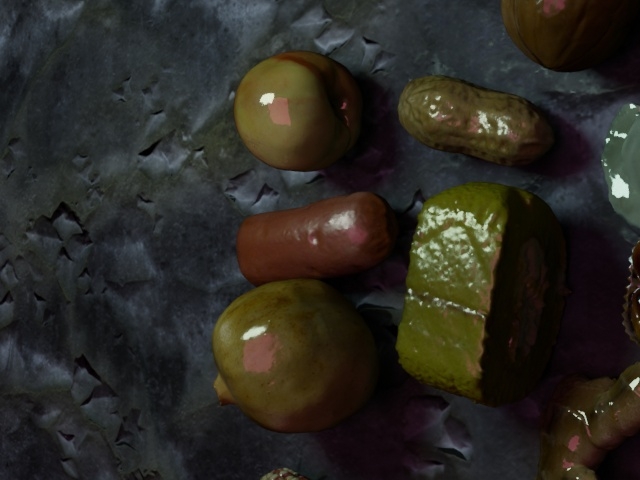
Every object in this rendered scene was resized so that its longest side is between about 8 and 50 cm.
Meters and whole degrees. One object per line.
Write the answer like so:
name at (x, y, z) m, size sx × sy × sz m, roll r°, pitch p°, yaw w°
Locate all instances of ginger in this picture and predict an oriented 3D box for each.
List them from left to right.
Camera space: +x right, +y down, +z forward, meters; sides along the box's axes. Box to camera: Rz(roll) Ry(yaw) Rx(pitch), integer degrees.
ginger at (0.301, 0.257, 1.280) m, size 0.148 × 0.081 × 0.334 m, roll 44°, pitch 117°, yaw 48°

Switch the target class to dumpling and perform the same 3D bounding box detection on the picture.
dumpling at (0.413, -0.085, 1.195) m, size 0.219 × 0.108 × 0.153 m, roll 27°, pitch 125°, yaw 47°

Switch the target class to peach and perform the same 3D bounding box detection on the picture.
peach at (-0.035, -0.179, 1.500) m, size 0.184 × 0.184 × 0.184 m, roll 0°, pitch 90°, yaw 39°

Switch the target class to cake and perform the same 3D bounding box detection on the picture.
cake at (0.200, 0.061, 1.310) m, size 0.156 × 0.179 × 0.261 m, roll 15°, pitch 96°, yaw 37°

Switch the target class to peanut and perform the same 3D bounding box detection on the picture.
peanut at (0.191, -0.149, 1.362) m, size 0.226 × 0.108 × 0.095 m, roll 22°, pitch 112°, yaw 34°

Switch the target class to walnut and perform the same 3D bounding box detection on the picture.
walnut at (0.296, -0.299, 1.247) m, size 0.167 × 0.167 × 0.207 m, roll 27°, pitch 104°, yaw 36°

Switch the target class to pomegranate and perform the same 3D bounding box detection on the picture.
pomegranate at (-0.035, 0.156, 1.476) m, size 0.233 × 0.233 × 0.233 m, roll 0°, pitch 90°, yaw 39°

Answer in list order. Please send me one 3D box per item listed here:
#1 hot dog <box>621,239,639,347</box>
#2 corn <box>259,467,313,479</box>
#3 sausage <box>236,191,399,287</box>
hot dog at (0.449, 0.088, 1.173) m, size 0.270 × 0.081 × 0.163 m, roll 29°, pitch 109°, yaw 34°
corn at (0.015, 0.408, 1.513) m, size 0.290 × 0.098 × 0.098 m, roll 29°, pitch 107°, yaw 39°
sausage at (0.000, 0.000, 1.515) m, size 0.259 × 0.113 × 0.114 m, roll -10°, pitch 84°, yaw 39°
